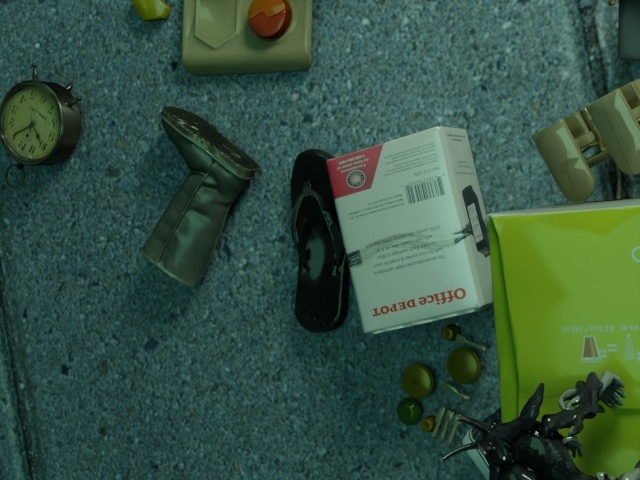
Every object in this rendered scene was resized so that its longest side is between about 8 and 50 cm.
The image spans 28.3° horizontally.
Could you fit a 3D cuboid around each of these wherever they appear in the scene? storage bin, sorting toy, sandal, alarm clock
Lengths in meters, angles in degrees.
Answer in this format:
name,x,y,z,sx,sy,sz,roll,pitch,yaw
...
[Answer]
name,x,y,z,sx,sy,sz,roll,pitch,yaw
storage bin,0.387,-0.260,1.493,0.098,0.135,0.091,11,107,26
sorting toy,-0.150,-0.353,1.812,0.307,0.041,0.229,1,93,27
sandal,0.001,0.001,1.744,0.097,0.054,0.255,-2,92,27
alarm clock,-0.439,-0.164,1.960,0.129,0.064,0.192,37,106,21

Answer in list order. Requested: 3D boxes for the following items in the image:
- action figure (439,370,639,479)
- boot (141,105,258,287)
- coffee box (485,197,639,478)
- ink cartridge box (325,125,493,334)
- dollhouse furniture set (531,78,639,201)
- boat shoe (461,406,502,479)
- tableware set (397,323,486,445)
name,x,y,z,sx,sy,sz,roll,pitch,yaw
action figure,0.256,0.219,1.203,0.275,0.141,0.164,21,107,8
boot,-0.201,-0.065,1.846,0.189,0.076,0.208,42,117,22
coffee box,0.401,0.119,1.384,0.337,0.334,0.338,-4,91,27
ink cartridge box,0.124,-0.011,1.653,0.172,0.100,0.237,-15,85,27
dollhouse furniture set,0.405,-0.116,1.418,0.242,0.212,0.161,-29,89,39
boat shoe,0.263,0.298,1.616,0.083,0.065,0.183,-45,72,23
tableware set,0.159,0.187,1.691,0.104,0.024,0.154,24,104,28
